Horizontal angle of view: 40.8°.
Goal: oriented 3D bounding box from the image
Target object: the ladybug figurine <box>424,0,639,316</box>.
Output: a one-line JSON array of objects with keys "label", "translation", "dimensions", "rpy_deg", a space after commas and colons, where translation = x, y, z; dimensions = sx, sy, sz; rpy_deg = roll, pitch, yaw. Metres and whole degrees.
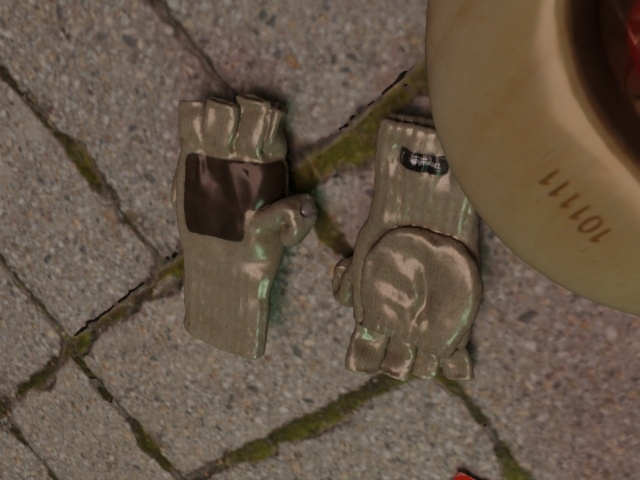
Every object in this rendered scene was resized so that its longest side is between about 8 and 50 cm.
[{"label": "ladybug figurine", "translation": [0.237, -0.142, 0.317], "dimensions": [0.305, 0.162, 0.449], "rpy_deg": [49, 128, -4]}]

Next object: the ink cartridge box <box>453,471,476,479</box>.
[{"label": "ink cartridge box", "translation": [0.136, 0.286, 0.689], "dimensions": [0.145, 0.045, 0.179], "rpy_deg": [29, 129, 12]}]

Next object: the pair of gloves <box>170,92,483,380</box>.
[{"label": "pair of gloves", "translation": [0.000, 0.000, 0.605], "dimensions": [0.240, 0.042, 0.204], "rpy_deg": [9, 117, 22]}]
